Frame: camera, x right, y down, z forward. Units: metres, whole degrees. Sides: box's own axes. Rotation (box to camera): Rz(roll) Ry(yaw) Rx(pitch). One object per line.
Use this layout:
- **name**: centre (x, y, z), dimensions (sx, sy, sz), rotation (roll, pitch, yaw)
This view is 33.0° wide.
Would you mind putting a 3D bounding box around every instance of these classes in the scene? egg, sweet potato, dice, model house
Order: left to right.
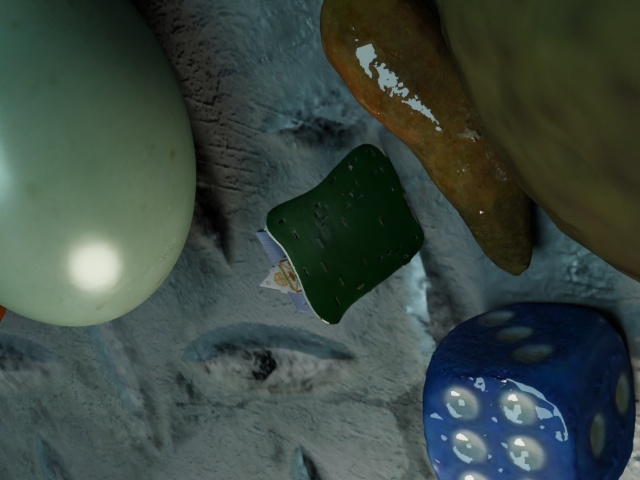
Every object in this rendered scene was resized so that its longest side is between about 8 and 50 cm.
- **egg**: centre (-0.265, -0.102, 1.031), dimensions (0.276, 0.276, 0.388), rotation (1, 115, 38)
- **model house**: centre (0.000, 0.000, 0.960), dimensions (0.088, 0.167, 0.117), rotation (-17, 107, 47)
- **sweet potato**: centre (0.096, -0.099, 0.875), dimensions (0.097, 0.097, 0.291), rotation (-33, 93, 44)
- **dice**: centre (0.178, 0.142, 0.913), dimensions (0.146, 0.146, 0.143), rotation (-2, 111, 35)

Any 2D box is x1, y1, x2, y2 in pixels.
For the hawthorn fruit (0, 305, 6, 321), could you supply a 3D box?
- **hawthorn fruit**: centre (-0.502, 0.029, 1.360), dimensions (0.261, 0.224, 0.224), rotation (27, 134, 58)

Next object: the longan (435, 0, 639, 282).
- **longan**: centre (0.247, -0.147, 0.539), dimensions (0.391, 0.391, 0.391), rotation (19, 125, 30)
